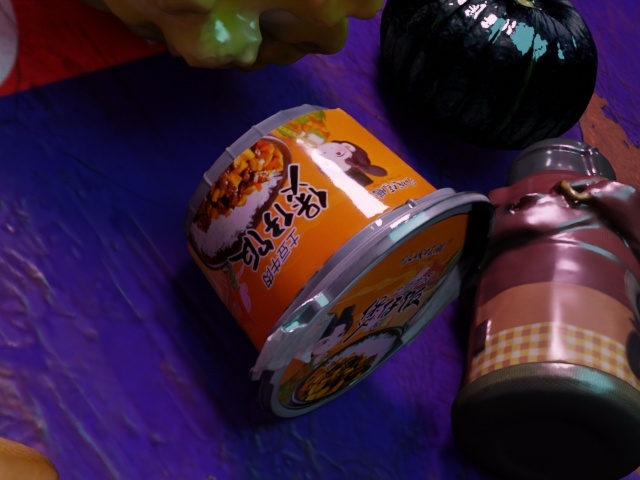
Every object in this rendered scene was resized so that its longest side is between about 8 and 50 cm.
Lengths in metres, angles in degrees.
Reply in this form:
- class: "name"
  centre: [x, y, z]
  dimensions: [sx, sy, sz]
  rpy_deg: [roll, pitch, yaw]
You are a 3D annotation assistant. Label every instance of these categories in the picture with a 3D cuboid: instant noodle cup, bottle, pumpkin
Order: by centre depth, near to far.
- class: "instant noodle cup"
  centre: [0.000, 0.000, 0.645]
  dimensions: [0.125, 0.178, 0.208]
  rpy_deg: [48, 16, 20]
- class: "bottle"
  centre: [0.170, 0.031, 0.781]
  dimensions: [0.143, 0.156, 0.271]
  rpy_deg: [37, 43, -25]
- class: "pumpkin"
  centre: [0.144, -0.160, 0.933]
  dimensions: [0.201, 0.140, 0.202]
  rpy_deg: [19, 37, -15]

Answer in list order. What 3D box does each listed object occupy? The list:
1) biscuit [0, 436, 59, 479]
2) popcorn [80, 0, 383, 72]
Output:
- class: "biscuit"
  centre: [-0.184, 0.157, 0.416]
  dimensions: [0.164, 0.047, 0.208]
  rpy_deg: [23, 45, -28]
- class: "popcorn"
  centre: [-0.069, -0.244, 0.694]
  dimensions: [0.312, 0.312, 0.312]
  rpy_deg: [26, 43, -27]
